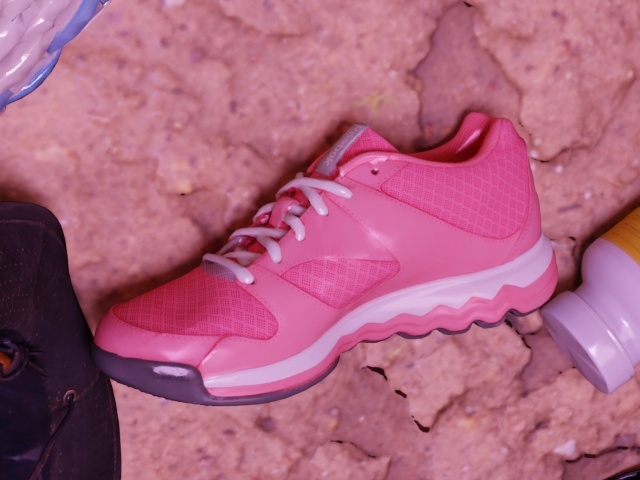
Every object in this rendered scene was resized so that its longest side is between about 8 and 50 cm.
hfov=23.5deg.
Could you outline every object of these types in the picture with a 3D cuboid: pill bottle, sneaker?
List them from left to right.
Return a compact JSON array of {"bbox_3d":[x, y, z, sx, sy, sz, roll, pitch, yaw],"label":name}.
[{"bbox_3d":[0.000,0.000,0.932,0.314,0.116,0.136,-16,111,-27],"label":"sneaker"},{"bbox_3d":[0.245,0.020,1.052,0.184,0.103,0.103,-37,125,-5],"label":"pill bottle"}]

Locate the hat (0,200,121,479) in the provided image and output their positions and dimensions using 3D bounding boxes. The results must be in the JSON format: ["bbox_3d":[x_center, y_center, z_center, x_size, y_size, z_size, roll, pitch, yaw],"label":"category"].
[{"bbox_3d":[-0.226,0.138,0.833,0.134,0.331,0.331,4,119,13],"label":"hat"}]

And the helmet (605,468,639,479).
[{"bbox_3d":[0.258,0.268,1.151,0.169,0.169,0.161,-26,107,-13],"label":"helmet"}]

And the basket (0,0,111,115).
[{"bbox_3d":[-0.245,-0.130,0.649,0.255,0.201,0.289,-46,157,0],"label":"basket"}]
